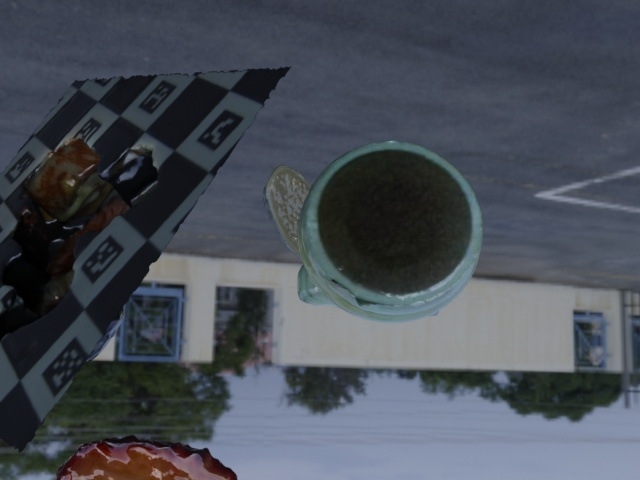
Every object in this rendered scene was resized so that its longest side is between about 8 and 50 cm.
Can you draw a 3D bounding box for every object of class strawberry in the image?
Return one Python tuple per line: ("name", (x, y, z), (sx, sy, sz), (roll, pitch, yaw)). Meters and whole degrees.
("strawberry", (-0.271, 0.439, 1.275), (0.336, 0.265, 0.149), (40, 157, -13))

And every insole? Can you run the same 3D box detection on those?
("insole", (0.000, 0.000, 1.016), (0.011, 0.081, 0.248), (9, 150, 41))

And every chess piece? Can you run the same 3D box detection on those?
("chess piece", (0.062, 0.027, 0.850), (0.176, 0.175, 0.298), (2, 162, 0))

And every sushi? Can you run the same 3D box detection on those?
("sushi", (-0.196, 0.001, 0.670), (0.340, 0.320, 0.069), (9, 151, 46))
